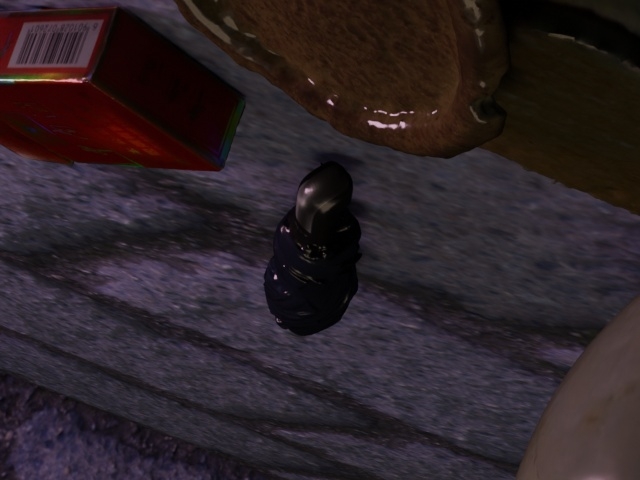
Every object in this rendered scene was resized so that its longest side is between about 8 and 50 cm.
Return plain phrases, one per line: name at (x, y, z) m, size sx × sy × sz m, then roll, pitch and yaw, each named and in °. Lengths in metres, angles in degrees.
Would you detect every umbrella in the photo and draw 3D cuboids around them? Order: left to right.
umbrella at (-0.007, 0.003, 1.013) m, size 0.070 × 0.071 × 0.248 m, roll 16°, pitch 162°, yaw 7°

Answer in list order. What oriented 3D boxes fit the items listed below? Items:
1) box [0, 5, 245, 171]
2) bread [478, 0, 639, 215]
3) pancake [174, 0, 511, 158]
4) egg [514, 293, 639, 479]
box at (-0.144, -0.084, 0.867) m, size 0.175 × 0.048 × 0.112 m, roll 5°, pitch 161°, yaw 41°
bread at (0.158, -0.049, 0.611) m, size 0.286 × 0.056 × 0.207 m, roll 22°, pitch 167°, yaw -10°
pancake at (-0.006, -0.099, 0.588) m, size 0.199 × 0.021 × 0.199 m, roll 35°, pitch 159°, yaw 15°
egg at (0.232, 0.177, 0.830) m, size 0.278 × 0.336 × 0.278 m, roll 26°, pitch 171°, yaw 4°
